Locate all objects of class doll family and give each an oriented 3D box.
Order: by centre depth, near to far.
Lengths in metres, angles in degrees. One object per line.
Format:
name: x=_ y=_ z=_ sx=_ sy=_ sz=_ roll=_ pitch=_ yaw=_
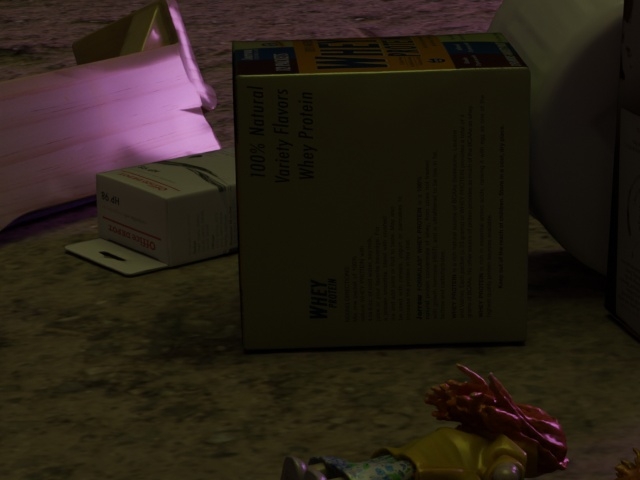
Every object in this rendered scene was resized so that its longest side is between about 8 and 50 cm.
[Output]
doll family: x=0.087 y=0.136 z=0.971 sx=0.163 sy=0.118 sz=0.263 roll=-8 pitch=18 yaw=-25

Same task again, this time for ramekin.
ramekin: x=0.264 y=-0.097 z=1.510 sx=0.277 sy=0.277 sz=0.135 roll=-2 pitch=24 yaw=-6

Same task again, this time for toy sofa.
toy sofa: x=-0.265 y=-0.094 z=1.775 sx=0.150 sy=0.177 sz=0.362 roll=-19 pitch=1 yaw=42

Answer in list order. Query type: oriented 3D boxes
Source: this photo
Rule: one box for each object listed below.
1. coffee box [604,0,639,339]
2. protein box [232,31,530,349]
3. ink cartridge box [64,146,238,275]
coffee box: x=0.300 y=-0.077 z=1.373 sx=0.168 sy=0.297 sz=0.119 roll=-4 pitch=20 yaw=-15
protein box: x=0.040 y=-0.038 z=1.423 sx=0.201 sy=0.200 sz=0.136 roll=-2 pitch=16 yaw=-3
ink cartridge box: x=-0.112 y=-0.027 z=1.635 sx=0.180 sy=0.060 sz=0.104 roll=-14 pitch=21 yaw=-38
